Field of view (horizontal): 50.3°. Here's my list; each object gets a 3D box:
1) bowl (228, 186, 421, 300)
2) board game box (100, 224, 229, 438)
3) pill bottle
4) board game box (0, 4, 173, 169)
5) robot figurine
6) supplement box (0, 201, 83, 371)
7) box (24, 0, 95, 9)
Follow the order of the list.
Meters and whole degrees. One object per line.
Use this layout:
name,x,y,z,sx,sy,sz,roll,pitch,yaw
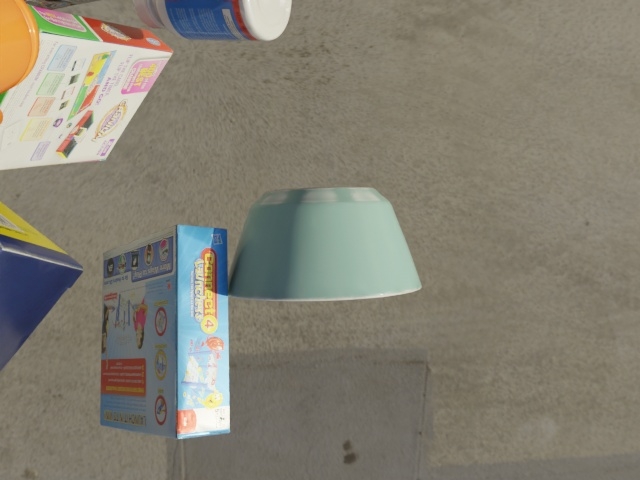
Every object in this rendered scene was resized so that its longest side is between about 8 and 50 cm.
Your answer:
bowl,0.000,0.000,1.081,0.312,0.311,0.163,-3,92,-10
board game box,-0.257,0.149,1.091,0.086,0.308,0.301,5,79,-37
pill bottle,-0.165,-0.360,1.010,0.222,0.124,0.124,9,108,27
board game box,-0.389,-0.222,1.038,0.064,0.316,0.242,42,110,8
robot figurine,-0.362,-0.196,0.674,0.158,0.219,0.128,43,107,-15
supplement box,-0.461,-0.010,0.678,0.357,0.195,0.194,37,84,6
box,-0.406,-0.478,0.992,0.142,0.163,0.247,-13,104,-3
